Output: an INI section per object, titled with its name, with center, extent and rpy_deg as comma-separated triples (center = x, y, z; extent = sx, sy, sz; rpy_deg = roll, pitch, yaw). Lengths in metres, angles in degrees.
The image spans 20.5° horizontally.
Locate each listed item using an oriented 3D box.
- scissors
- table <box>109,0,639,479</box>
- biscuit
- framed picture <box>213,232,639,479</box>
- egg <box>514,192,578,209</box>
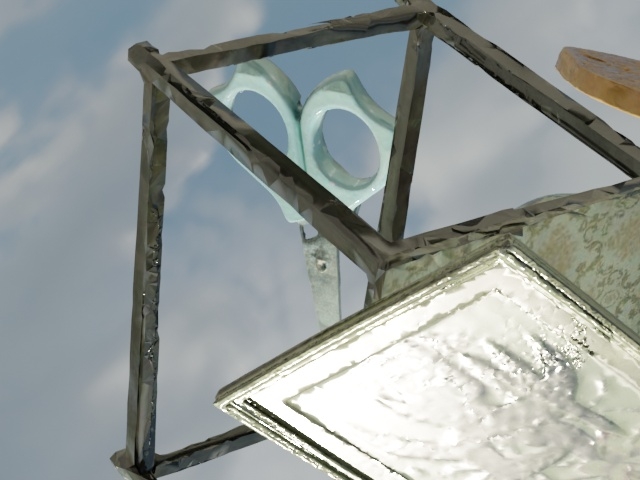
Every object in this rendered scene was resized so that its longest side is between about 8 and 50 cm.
[scissors]
center = 0.001, -0.001, 1.572
extent = 0.191, 0.360, 0.029
rpy_deg = 12, -141, 27
[table]
center = 0.031, 0.058, 1.110
extent = 0.222, 0.335, 0.272
rpy_deg = -16, -141, -32
[biscuit]
center = 0.282, -0.110, 1.404
extent = 0.220, 0.142, 0.029
rpy_deg = 26, -68, 35
[framed picture]
center = 0.093, 0.091, 0.781
extent = 0.173, 0.231, 0.010
rpy_deg = -31, -143, 36
[egg]
center = 0.167, 0.048, 1.238
extent = 0.132, 0.172, 0.132
rpy_deg = 6, -147, -4
